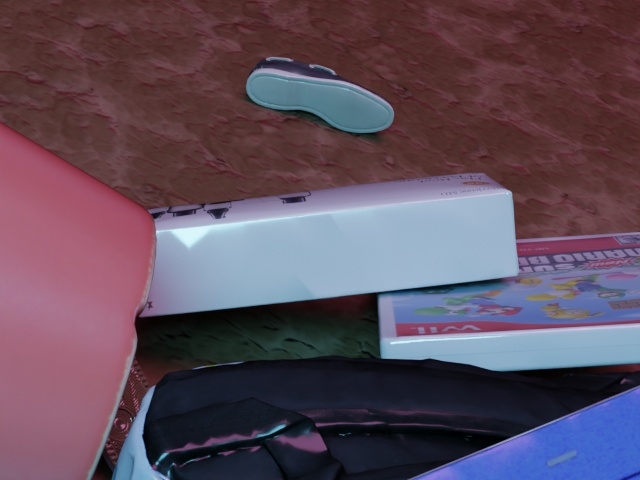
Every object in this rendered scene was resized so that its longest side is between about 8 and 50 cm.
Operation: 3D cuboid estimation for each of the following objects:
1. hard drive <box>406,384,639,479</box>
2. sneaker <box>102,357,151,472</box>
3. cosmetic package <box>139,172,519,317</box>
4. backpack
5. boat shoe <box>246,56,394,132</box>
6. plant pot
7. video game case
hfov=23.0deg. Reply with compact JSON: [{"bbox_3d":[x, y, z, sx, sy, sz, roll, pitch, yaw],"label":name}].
[{"bbox_3d":[0.137,0.220,0.581,0.210,0.040,0.318,-19,81,-21],"label":"hard drive"},{"bbox_3d":[-0.135,0.092,0.937,0.042,0.067,0.118,-7,71,-37],"label":"sneaker"},{"bbox_3d":[0.000,0.000,1.016,0.239,0.060,0.099,-6,11,-3],"label":"cosmetic package"},{"bbox_3d":[0.059,0.176,0.737,0.355,0.273,0.290,21,24,-35],"label":"backpack"},{"bbox_3d":[0.002,-0.123,1.310,0.125,0.046,0.038,11,37,4],"label":"boat shoe"},{"bbox_3d":[-0.228,0.036,0.785,0.243,0.275,0.275,19,32,-15],"label":"plant pot"},{"bbox_3d":[0.137,0.035,1.006,0.204,0.025,0.285,-3,10,2],"label":"video game case"}]
